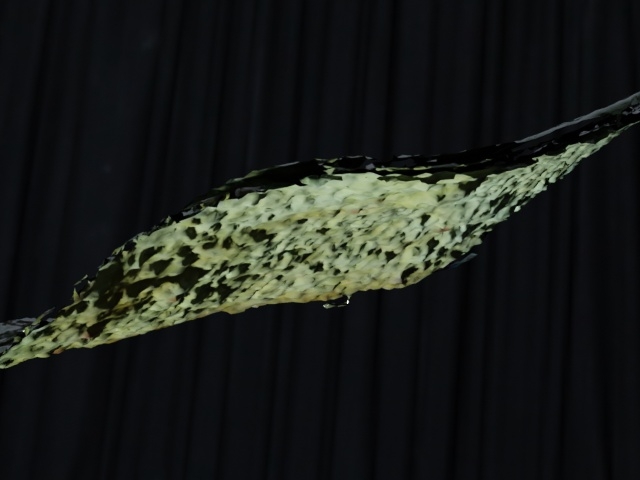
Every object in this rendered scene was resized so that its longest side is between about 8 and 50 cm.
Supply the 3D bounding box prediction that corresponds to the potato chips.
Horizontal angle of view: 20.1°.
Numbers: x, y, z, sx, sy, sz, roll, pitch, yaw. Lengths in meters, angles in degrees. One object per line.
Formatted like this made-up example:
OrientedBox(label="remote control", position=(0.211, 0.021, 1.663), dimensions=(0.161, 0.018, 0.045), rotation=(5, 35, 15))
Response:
OrientedBox(label="potato chips", position=(0.000, 0.000, 0.470), dimensions=(0.209, 0.026, 0.142), rotation=(-24, 166, 26))
